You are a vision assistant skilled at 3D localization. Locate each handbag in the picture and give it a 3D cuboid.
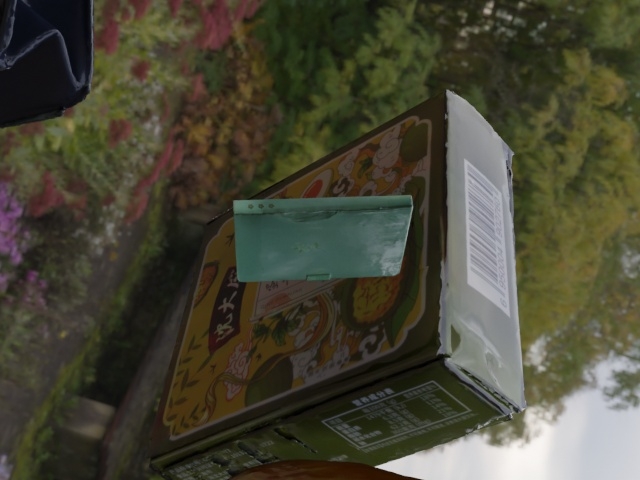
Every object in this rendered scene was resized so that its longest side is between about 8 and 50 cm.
[{"bbox_3d":[-0.371,-0.277,0.967,0.122,0.303,0.330,16,71,-57],"label":"handbag"}]

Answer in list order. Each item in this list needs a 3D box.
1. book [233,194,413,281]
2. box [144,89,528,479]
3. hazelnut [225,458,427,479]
[{"bbox_3d":[0.000,0.000,0.762,0.103,0.134,0.017,93,-7,-56],"label":"book"},{"bbox_3d":[0.019,0.071,1.097,0.420,0.138,0.373,-26,-141,33],"label":"box"},{"bbox_3d":[0.038,0.157,0.306,0.186,0.210,0.210,-33,-159,30],"label":"hazelnut"}]
